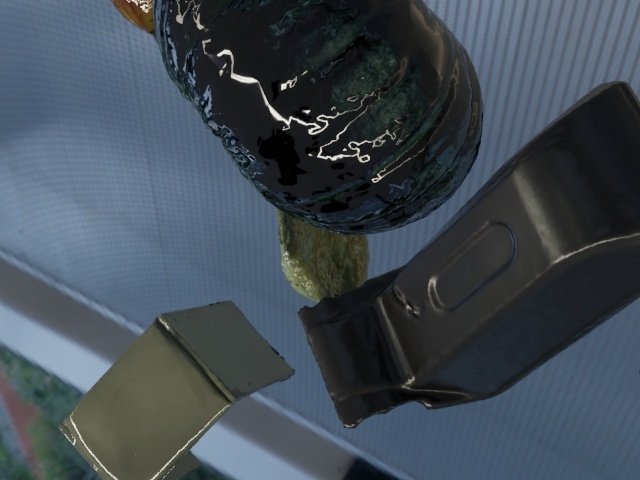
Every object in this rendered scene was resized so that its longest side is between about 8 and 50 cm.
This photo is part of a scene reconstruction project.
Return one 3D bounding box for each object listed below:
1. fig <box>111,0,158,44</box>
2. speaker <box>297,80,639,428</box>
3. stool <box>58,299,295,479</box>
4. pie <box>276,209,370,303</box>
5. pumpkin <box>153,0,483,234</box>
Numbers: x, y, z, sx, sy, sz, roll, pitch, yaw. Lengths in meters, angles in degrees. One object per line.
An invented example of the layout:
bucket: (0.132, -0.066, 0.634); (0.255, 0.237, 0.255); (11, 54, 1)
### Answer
fig: (-0.191, -0.261, 1.223); (0.089, 0.089, 0.125); (-12, 88, 52)
speaker: (0.162, 0.030, 1.080); (0.388, 0.184, 0.180); (-49, 57, 45)
stool: (-0.213, 0.241, 1.708); (0.170, 0.243, 0.270); (47, -165, 11)
pie: (0.000, 0.000, 1.446); (0.041, 0.187, 0.187); (-17, 120, 35)
pumpkin: (0.003, -0.096, 0.584); (0.202, 0.140, 0.202); (49, -173, -7)
